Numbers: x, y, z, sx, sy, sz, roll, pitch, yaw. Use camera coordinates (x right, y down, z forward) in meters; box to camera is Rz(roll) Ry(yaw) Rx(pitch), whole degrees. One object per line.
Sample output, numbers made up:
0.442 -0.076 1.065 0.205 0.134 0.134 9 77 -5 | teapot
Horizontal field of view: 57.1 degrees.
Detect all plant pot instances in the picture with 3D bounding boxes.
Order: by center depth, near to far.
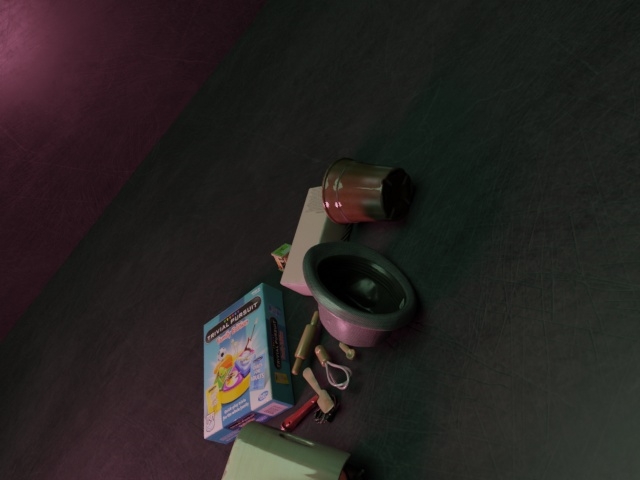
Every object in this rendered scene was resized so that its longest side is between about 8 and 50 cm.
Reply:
0.118 -0.115 1.400 0.165 0.167 0.167 7 72 43 | plant pot

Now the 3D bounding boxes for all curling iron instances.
-0.068 0.429 1.344 0.274 0.035 0.068 -39 42 25 | curling iron

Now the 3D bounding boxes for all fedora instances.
0.074 0.129 1.270 0.275 0.244 0.124 48 134 42 | fedora

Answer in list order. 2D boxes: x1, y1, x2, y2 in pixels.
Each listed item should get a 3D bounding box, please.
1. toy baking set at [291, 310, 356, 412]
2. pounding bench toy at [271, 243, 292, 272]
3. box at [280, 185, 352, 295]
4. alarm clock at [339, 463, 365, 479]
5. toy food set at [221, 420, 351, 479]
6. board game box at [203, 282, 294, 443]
0.015 0.254 1.339 0.197 0.030 0.256 0 58 48 | toy baking set
-0.079 0.055 1.575 0.052 0.065 0.083 -37 30 -25 | pounding bench toy
0.000 0.000 1.502 0.113 0.094 0.275 -2 65 48 | box
0.014 0.507 1.177 0.192 0.064 0.129 -11 59 41 | alarm clock
-0.089 0.527 1.126 0.220 0.092 0.306 13 76 19 | toy food set
-0.198 0.316 1.532 0.254 0.079 0.336 -36 43 27 | board game box
